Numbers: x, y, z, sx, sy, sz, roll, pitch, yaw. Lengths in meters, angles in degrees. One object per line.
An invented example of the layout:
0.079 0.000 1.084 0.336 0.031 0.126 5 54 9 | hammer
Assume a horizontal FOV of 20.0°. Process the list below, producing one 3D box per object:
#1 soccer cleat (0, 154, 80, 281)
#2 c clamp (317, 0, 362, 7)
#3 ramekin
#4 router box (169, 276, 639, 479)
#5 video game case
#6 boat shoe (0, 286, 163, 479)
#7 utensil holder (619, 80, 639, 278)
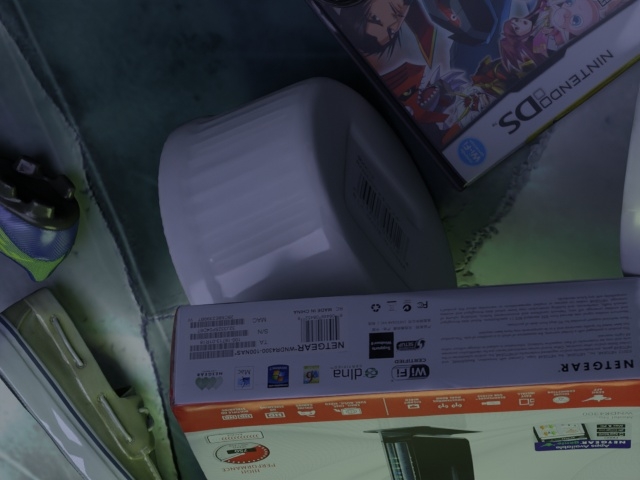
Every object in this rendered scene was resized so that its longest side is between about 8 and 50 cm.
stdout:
-0.363 -0.058 1.742 0.289 0.093 0.121 31 127 10 | soccer cleat
-0.001 -0.276 1.496 0.137 0.022 0.160 17 114 12 | c clamp
0.000 0.000 1.506 0.135 0.277 0.277 -26 99 23 | ramekin
0.081 0.141 1.375 0.336 0.082 0.301 -4 150 7 | router box
0.122 -0.214 1.495 0.248 0.035 0.275 -38 93 31 | video game case
-0.213 0.180 1.771 0.094 0.109 0.302 -40 103 -11 | boat shoe
0.433 -0.090 1.248 0.386 0.327 0.327 12 115 16 | utensil holder
